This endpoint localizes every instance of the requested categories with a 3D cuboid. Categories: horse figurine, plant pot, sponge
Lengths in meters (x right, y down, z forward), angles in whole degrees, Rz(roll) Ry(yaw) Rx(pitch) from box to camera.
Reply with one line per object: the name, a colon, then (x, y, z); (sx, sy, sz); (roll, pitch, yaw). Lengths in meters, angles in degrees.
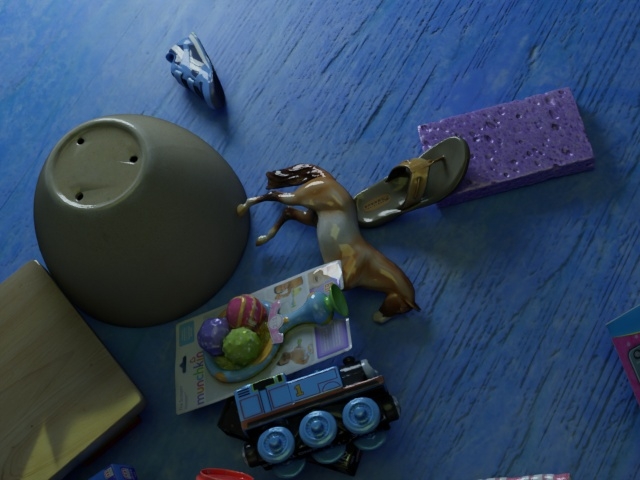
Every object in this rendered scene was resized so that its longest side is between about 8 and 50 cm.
horse figurine: (0.000, 0.000, 1.238); (0.175, 0.066, 0.263); (-24, 69, 10)
plant pot: (-0.250, -0.052, 1.247); (0.284, 0.191, 0.284); (-4, 65, 9)
sponge: (0.240, -0.122, 1.270); (0.210, 0.031, 0.117); (-14, 63, 6)

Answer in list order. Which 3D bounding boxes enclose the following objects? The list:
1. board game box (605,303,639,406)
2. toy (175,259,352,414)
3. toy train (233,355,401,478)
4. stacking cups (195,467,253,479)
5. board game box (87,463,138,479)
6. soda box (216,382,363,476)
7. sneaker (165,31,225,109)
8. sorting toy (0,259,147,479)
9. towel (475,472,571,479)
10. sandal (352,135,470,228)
board game box: (0.450, 0.173, 0.981); (0.224, 0.098, 0.303); (-41, 51, 39)
toy: (-0.083, 0.104, 1.162); (0.237, 0.056, 0.136); (-20, 47, 15)
toy train: (-0.005, 0.193, 1.088); (0.184, 0.080, 0.105); (-19, 56, 1)
stacking cups: (-0.124, 0.401, 1.019); (0.096, 0.096, 0.316); (9, 84, 15)
board game box: (-0.278, 0.377, 1.104); (0.210, 0.047, 0.160); (-35, 63, 13)
soda box: (-0.032, 0.223, 1.151); (0.169, 0.053, 0.060); (15, 68, 17)
sneaker: (-0.179, -0.234, 1.396); (0.059, 0.053, 0.144); (-25, 55, -2)
sorting toy: (-0.375, 0.202, 1.210); (0.257, 0.089, 0.255); (-41, 64, -8)
towel: (0.175, 0.322, 1.046); (0.197, 0.029, 0.144); (-9, 49, 20)
sandal: (0.110, -0.074, 1.240); (0.180, 0.049, 0.072); (-28, 61, 17)
